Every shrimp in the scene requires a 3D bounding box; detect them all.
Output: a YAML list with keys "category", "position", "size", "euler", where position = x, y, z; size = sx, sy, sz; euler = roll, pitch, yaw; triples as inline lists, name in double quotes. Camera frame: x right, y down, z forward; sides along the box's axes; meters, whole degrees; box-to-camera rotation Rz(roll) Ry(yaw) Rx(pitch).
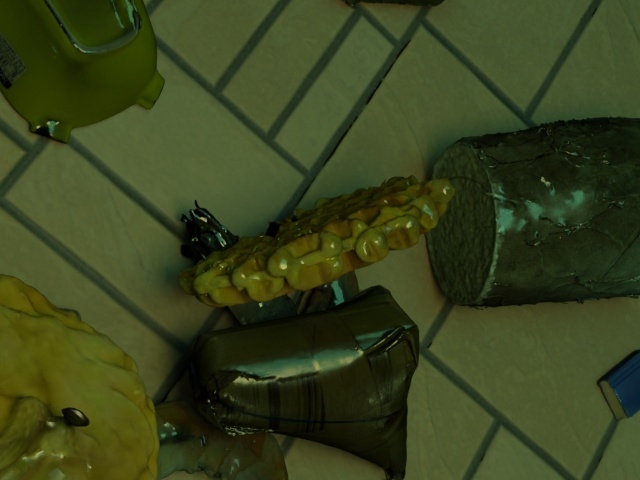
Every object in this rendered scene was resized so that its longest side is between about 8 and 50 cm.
- category: "shrimp"
  position: [-0.117, 0.278, 1.482]
  size: [0.185, 0.068, 0.287]
  euler: [-41, 110, -25]
- category: "shrimp"
  position: [-0.037, 0.045, 1.561]
  size: [0.178, 0.075, 0.289]
  euler: [-44, 102, -33]

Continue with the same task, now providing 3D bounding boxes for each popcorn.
- category: "popcorn"
  position: [-0.337, 0.208, 1.221]
  size: [0.349, 0.382, 0.349]
  euler: [31, 31, -21]

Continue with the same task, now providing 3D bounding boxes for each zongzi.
- category: "zongzi"
  position: [-0.017, 0.203, 1.499]
  size: [0.260, 0.123, 0.289]
  euler: [-13, 130, -18]

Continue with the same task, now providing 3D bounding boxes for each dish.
- category: "dish"
  position: [-0.273, -0.255, 1.472]
  size: [0.221, 0.108, 0.262]
  euler: [-25, 92, -29]

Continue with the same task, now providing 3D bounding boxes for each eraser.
- category: "eraser"
  position: [0.419, 0.194, 1.803]
  size: [0.084, 0.027, 0.063]
  euler: [-31, 96, -30]

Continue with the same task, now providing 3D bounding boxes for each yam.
- category: "yam"
  position: [0.310, -0.030, 1.690]
  size: [0.348, 0.241, 0.241]
  euler: [-6, 82, -28]

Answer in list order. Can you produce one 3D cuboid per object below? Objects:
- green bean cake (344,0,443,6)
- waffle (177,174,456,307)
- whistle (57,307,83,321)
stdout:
- category: "green bean cake"
  position: [0.102, -0.406, 1.707]
  size: [0.214, 0.113, 0.200]
  euler: [-2, 78, -29]
- category: "waffle"
  position: [0.000, 0.001, 1.440]
  size: [0.309, 0.283, 0.065]
  euler: [-17, 99, 6]
- category: "whistle"
  position: [-0.397, 0.088, 1.360]
  size: [0.326, 0.057, 0.068]
  euler: [7, 70, -28]
